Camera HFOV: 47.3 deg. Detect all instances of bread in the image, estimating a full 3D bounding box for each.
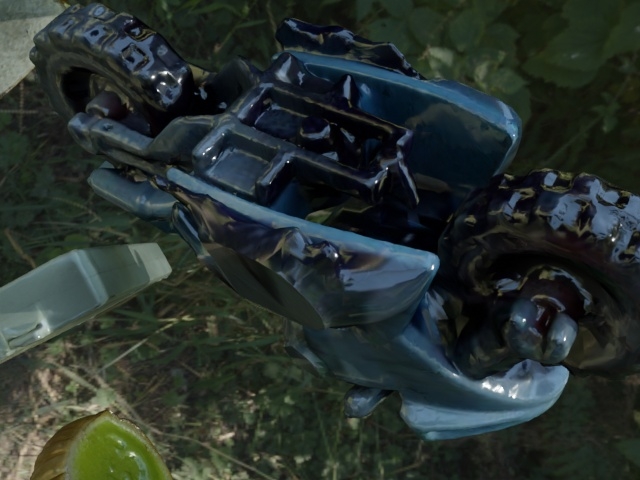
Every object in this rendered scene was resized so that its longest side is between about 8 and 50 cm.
[{"bbox_3d":[-0.290,0.348,1.006,0.236,0.070,0.236,50,16,-19],"label":"bread"}]

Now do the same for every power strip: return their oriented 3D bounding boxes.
[{"bbox_3d":[-0.196,0.043,0.608,0.106,0.367,0.043,-28,93,-4],"label":"power strip"}]

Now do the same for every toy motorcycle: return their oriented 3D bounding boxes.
[{"bbox_3d":[0.000,0.000,0.455,0.172,0.416,0.232,-56,158,-29],"label":"toy motorcycle"}]

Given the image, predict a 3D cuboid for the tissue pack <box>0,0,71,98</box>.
[{"bbox_3d":[-0.345,-0.213,0.673,0.183,0.226,0.092,-42,141,-2],"label":"tissue pack"}]
